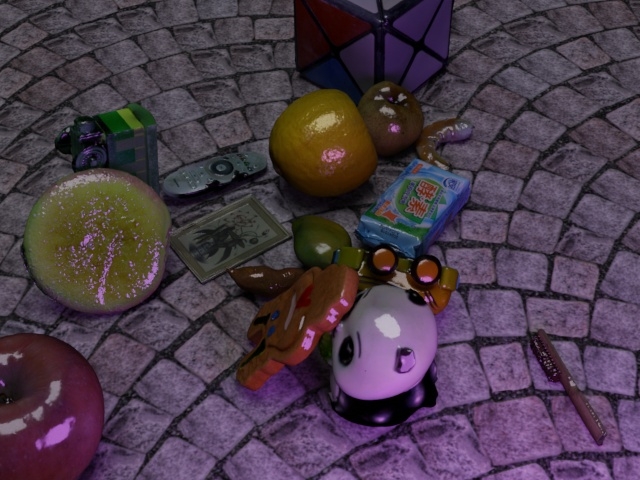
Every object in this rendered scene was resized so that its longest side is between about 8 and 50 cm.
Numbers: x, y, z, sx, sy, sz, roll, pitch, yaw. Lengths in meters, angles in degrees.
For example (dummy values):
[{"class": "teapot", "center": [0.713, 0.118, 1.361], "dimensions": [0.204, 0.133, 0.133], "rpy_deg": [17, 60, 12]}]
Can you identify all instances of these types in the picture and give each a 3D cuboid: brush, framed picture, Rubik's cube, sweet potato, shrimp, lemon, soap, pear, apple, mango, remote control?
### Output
[{"class": "brush", "center": [0.448, 0.268, 1.641], "dimensions": [0.036, 0.043, 0.248], "rpy_deg": [-18, 49, -6]}, {"class": "framed picture", "center": [-0.201, -0.009, 1.943], "dimensions": [0.231, 0.010, 0.173], "rpy_deg": [-29, 52, -23]}, {"class": "Rubik's cube", "center": [0.132, -0.547, 2.240], "dimensions": [0.305, 0.307, 0.310], "rpy_deg": [33, 56, 28]}, {"class": "sweet potato", "center": [-0.083, 0.085, 1.820], "dimensions": [0.226, 0.068, 0.068], "rpy_deg": [3, 45, -14]}, {"class": "shrimp", "center": [0.306, -0.221, 2.107], "dimensions": [0.161, 0.049, 0.166], "rpy_deg": [-13, 49, -6]}, {"class": "lemon", "center": [-0.005, -0.205, 1.977], "dimensions": [0.219, 0.240, 0.240], "rpy_deg": [-26, 50, -6]}, {"class": "soap", "center": [0.204, -0.065, 1.939], "dimensions": [0.156, 0.077, 0.293], "rpy_deg": [25, 52, 23]}, {"class": "pear", "center": [0.162, -0.284, 2.102], "dimensions": [0.167, 0.136, 0.167], "rpy_deg": [11, 54, -15]}, {"class": "apple", "center": [-0.506, 0.309, 1.499], "dimensions": [0.306, 0.235, 0.305], "rpy_deg": [1, 46, -1]}, {"class": "mango", "center": [0.004, 0.001, 1.862], "dimensions": [0.122, 0.085, 0.191], "rpy_deg": [-2, 31, -4]}, {"class": "remote control", "center": [-0.240, -0.147, 2.055], "dimensions": [0.256, 0.045, 0.097], "rpy_deg": [-19, 50, -20]}]

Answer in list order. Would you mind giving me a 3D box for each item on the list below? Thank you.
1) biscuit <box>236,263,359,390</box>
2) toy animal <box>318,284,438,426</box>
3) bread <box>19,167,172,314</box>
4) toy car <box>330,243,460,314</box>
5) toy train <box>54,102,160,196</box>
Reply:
[{"class": "biscuit", "center": [-0.050, 0.143, 1.611], "dimensions": [0.047, 0.334, 0.202], "rpy_deg": [33, 46, -21]}, {"class": "toy animal", "center": [0.099, 0.200, 1.568], "dimensions": [0.213, 0.266, 0.212], "rpy_deg": [-4, 49, 4]}, {"class": "bread", "center": [-0.440, 0.000, 1.777], "dimensions": [0.301, 0.301, 0.045], "rpy_deg": [-19, 8, -15]}, {"class": "toy car", "center": [0.137, 0.091, 1.727], "dimensions": [0.248, 0.200, 0.142], "rpy_deg": [12, 86, -1]}, {"class": "toy train", "center": [-0.441, -0.141, 1.888], "dimensions": [0.202, 0.300, 0.120], "rpy_deg": [-19, 44, -27]}]
